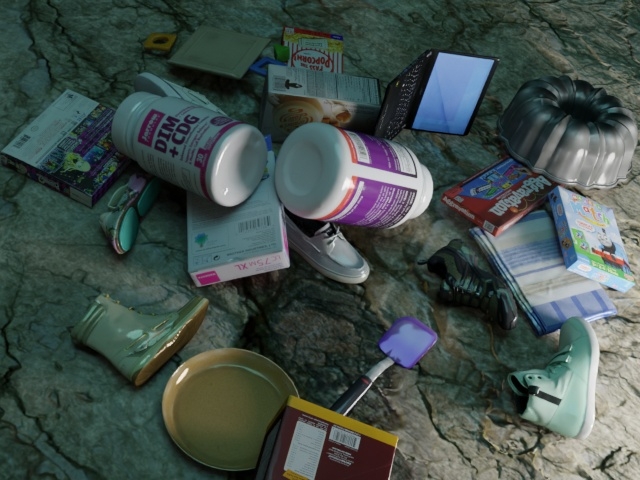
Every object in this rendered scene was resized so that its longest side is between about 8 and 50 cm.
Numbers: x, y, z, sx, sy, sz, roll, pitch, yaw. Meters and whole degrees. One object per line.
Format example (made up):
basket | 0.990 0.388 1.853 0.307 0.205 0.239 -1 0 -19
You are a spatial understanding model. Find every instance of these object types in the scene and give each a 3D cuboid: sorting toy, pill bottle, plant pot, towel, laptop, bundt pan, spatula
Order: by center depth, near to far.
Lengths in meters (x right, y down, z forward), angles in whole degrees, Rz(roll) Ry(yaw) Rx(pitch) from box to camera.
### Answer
plant pot | -0.151 0.288 1.650 0.236 0.032 0.236 8 48 -9
spatula | 0.097 0.240 1.757 0.084 0.030 0.296 37 51 18
pill bottle | -0.256 -0.183 1.868 0.283 0.160 0.160 23 46 30
pill bottle | 0.075 -0.118 1.906 0.323 0.181 0.181 8 41 -48
towel | 0.454 0.061 2.003 0.209 0.034 0.285 -13 56 -27
laptop | 0.236 -0.278 2.102 0.136 0.234 0.264 33 49 15
sorting toy | -0.230 -0.420 2.219 0.347 0.047 0.196 15 42 16
bundt pan | 0.579 -0.266 2.227 0.330 0.124 0.331 10 40 -9

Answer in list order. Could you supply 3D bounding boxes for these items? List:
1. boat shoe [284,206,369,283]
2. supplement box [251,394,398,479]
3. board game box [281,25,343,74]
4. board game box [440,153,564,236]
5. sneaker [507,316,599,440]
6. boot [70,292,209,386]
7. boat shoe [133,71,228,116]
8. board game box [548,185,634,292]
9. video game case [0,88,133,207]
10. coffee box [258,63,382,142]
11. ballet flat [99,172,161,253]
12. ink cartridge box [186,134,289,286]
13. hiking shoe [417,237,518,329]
boat shoe | 0.000 -0.001 1.904 0.227 0.081 0.079 34 50 15
supplement box | -0.003 0.381 1.518 0.191 0.129 0.194 22 52 -6
board game box | -0.022 -0.414 2.280 0.146 0.045 0.194 7 49 -8
board game box | 0.397 -0.105 2.100 0.145 0.027 0.281 36 43 24
sneaker | 0.426 0.231 1.802 0.151 0.094 0.256 18 50 -7
boot | -0.312 0.139 1.710 0.165 0.077 0.213 31 50 16
boat shoe | -0.274 -0.275 2.064 0.267 0.096 0.088 34 46 13
board game box | 0.568 -0.005 2.053 0.160 0.039 0.212 20 44 -24
video game case | -0.488 -0.191 1.969 0.210 0.042 0.232 25 49 7
coffee box | -0.003 -0.283 2.110 0.246 0.141 0.098 6 48 -11
ballet flat | -0.375 -0.054 1.868 0.079 0.077 0.221 3 42 13
ink cartridge box | -0.165 -0.064 1.891 0.185 0.065 0.311 -12 53 6
hiking shoe | 0.288 0.103 1.903 0.114 0.086 0.227 -28 55 -17
